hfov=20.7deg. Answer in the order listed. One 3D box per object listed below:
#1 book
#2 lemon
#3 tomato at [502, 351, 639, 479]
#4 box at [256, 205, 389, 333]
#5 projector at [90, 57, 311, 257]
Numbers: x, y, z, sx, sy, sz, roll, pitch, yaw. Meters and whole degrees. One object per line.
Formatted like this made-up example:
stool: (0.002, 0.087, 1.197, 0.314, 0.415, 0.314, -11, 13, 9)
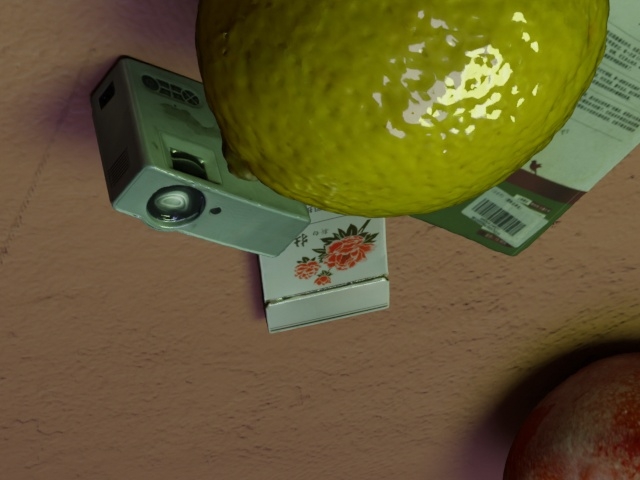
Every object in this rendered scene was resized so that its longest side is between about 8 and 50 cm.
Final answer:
book: (0.187, -0.107, 1.363, 0.201, 0.026, 0.289, 23, 122, -41)
lemon: (0.051, -0.140, 1.125, 0.267, 0.267, 0.267, -10, 141, -8)
tomato: (0.315, 0.232, 1.663, 0.270, 0.227, 0.270, 14, 124, 21)
box: (0.001, 0.000, 1.439, 0.109, 0.029, 0.198, -12, 140, -6)
projector: (-0.089, -0.055, 1.271, 0.147, 0.115, 0.061, 18, 129, -35)
